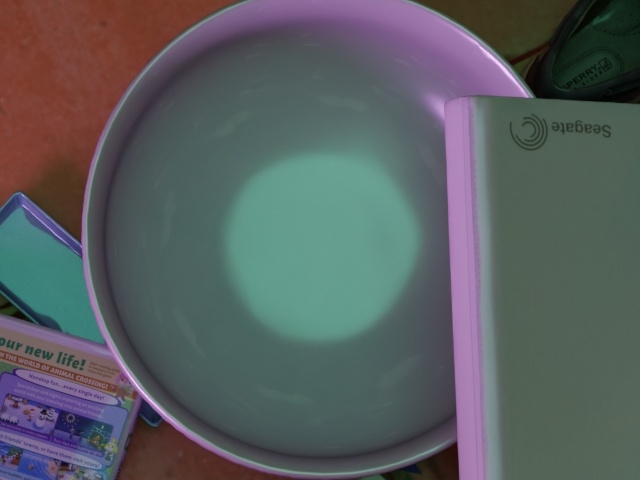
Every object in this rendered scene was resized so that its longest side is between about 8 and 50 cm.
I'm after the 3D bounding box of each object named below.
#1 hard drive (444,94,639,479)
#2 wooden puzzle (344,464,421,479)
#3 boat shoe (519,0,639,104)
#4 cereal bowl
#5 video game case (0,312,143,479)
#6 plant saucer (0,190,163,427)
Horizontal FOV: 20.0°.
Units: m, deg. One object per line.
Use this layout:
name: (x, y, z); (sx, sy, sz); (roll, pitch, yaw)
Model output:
hard drive: (0.197, 0.085, 1.200); (0.233, 0.047, 0.353); (1, 83, -25)
wooden puzzle: (0.034, 0.206, 1.315); (0.116, 0.014, 0.078); (-41, 90, -9)
boat shoe: (0.264, -0.182, 1.350); (0.285, 0.092, 0.103); (-40, 86, -9)
cereal bowl: (0.000, 0.000, 1.276); (0.339, 0.141, 0.339); (1, 81, -7)
video game case: (-0.246, 0.146, 1.284); (0.212, 0.023, 0.193); (16, 81, 7)
plant saucer: (-0.170, 0.050, 1.321); (0.192, 0.018, 0.067); (41, 81, 2)
